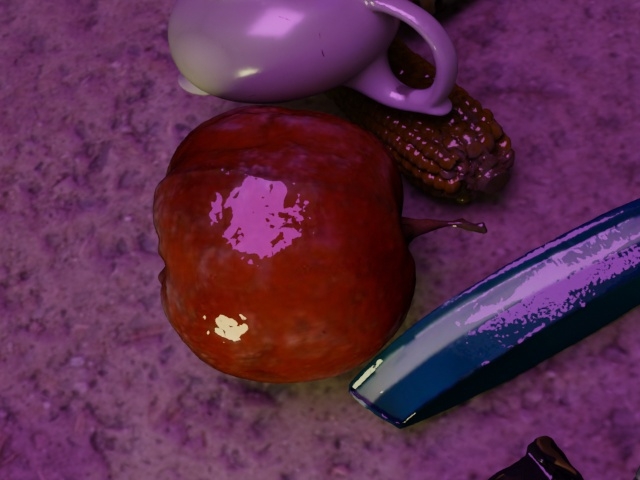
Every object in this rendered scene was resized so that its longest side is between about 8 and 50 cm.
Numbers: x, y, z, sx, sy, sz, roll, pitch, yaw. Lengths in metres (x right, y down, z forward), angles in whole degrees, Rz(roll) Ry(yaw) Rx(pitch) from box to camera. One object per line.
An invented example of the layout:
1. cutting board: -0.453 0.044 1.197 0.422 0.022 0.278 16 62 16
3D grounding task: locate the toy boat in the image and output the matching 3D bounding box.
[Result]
1. toy boat: 0.159 0.066 1.144 0.299 0.096 0.062 -31 67 7

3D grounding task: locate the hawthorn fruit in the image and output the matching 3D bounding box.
1. hawthorn fruit: 0.000 0.000 1.160 0.272 0.242 0.242 -4 62 10

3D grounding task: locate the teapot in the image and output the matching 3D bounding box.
1. teapot: -0.020 -0.180 1.214 0.298 0.139 0.204 13 39 38

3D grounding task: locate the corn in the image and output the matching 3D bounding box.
1. corn: 0.058 -0.142 1.293 0.097 0.097 0.320 -40 55 -3

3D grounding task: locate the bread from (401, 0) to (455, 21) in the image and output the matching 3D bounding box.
1. bread: 0.095 -0.266 1.354 0.130 0.071 0.139 33 76 28

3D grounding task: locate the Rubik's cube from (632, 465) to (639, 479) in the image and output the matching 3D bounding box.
1. Rubik's cube: 0.343 0.184 0.879 0.237 0.237 0.238 37 111 32

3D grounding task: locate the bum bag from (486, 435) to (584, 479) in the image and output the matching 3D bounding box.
1. bum bag: 0.102 0.242 1.087 0.232 0.060 0.107 -30 48 1
